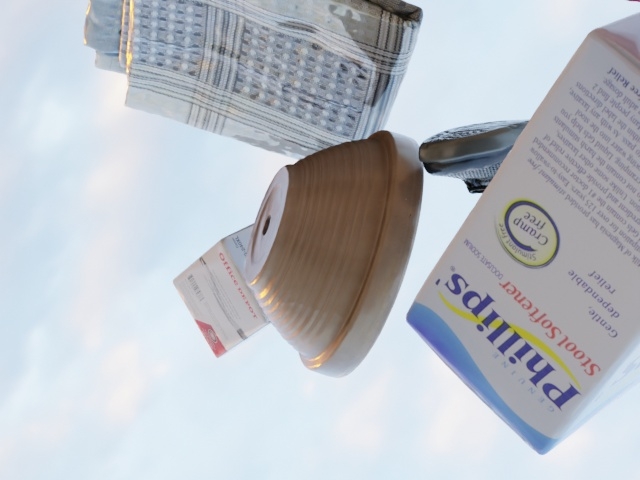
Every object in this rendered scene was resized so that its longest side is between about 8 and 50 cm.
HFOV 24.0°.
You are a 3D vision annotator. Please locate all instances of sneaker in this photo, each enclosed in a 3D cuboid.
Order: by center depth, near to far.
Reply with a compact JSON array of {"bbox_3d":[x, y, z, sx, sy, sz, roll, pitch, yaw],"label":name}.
[{"bbox_3d":[0.178,-0.047,1.360,0.087,0.227,0.130,0,-87,41],"label":"sneaker"}]

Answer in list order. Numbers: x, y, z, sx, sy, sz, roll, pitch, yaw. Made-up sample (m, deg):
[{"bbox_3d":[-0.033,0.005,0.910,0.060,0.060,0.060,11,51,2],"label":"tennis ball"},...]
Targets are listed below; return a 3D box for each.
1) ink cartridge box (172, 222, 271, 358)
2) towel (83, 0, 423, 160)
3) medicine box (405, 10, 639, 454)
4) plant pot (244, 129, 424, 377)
[{"bbox_3d":[-0.094,0.057,1.721,0.109,0.063,0.150,60,-34,4],"label":"ink cartridge box"},{"bbox_3d":[-0.080,-0.188,1.479,0.312,0.324,0.056,111,0,-64],"label":"towel"},{"bbox_3d":[0.241,-0.028,1.071,0.149,0.263,0.289,45,-48,18],"label":"medicine box"},{"bbox_3d":[0.000,0.000,1.397,0.237,0.109,0.237,-161,-90,-76],"label":"plant pot"}]
